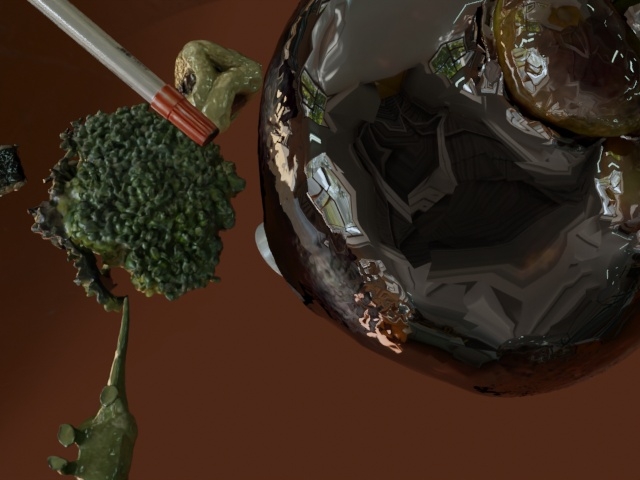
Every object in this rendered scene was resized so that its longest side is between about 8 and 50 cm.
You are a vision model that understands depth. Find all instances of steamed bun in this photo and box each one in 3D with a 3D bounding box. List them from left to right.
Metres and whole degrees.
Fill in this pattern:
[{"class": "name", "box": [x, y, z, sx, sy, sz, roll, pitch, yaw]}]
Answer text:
[{"class": "steamed bun", "box": [-0.210, -0.276, 1.776, 0.172, 0.141, 0.155, 22, 62, -11]}]

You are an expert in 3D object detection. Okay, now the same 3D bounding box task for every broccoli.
[{"class": "broccoli", "box": [-0.300, -0.051, 1.539, 0.334, 0.272, 0.324, 9, 40, 1]}]

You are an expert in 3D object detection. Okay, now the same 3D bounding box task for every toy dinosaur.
[{"class": "toy dinosaur", "box": [-0.298, 0.328, 1.361, 0.087, 0.301, 0.447, 10, 71, 13]}]

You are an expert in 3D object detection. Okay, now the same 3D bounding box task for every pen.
[{"class": "pen", "box": [-0.192, -0.171, 0.872, 0.239, 0.028, 0.028, 40, 85, 3]}]

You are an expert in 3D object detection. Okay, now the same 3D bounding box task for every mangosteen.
[{"class": "mangosteen", "box": [0.112, -0.055, 0.501, 0.287, 0.233, 0.287, -14, 65, 32]}]

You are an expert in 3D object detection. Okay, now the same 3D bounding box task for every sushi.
[{"class": "sushi", "box": [-0.530, -0.105, 1.480, 0.090, 0.150, 0.078, -26, 106, -44]}]

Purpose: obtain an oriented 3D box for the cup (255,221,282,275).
[{"class": "cup", "box": [-0.007, -0.003, 1.304, 0.133, 0.099, 0.136, -37, 65, 24]}]
